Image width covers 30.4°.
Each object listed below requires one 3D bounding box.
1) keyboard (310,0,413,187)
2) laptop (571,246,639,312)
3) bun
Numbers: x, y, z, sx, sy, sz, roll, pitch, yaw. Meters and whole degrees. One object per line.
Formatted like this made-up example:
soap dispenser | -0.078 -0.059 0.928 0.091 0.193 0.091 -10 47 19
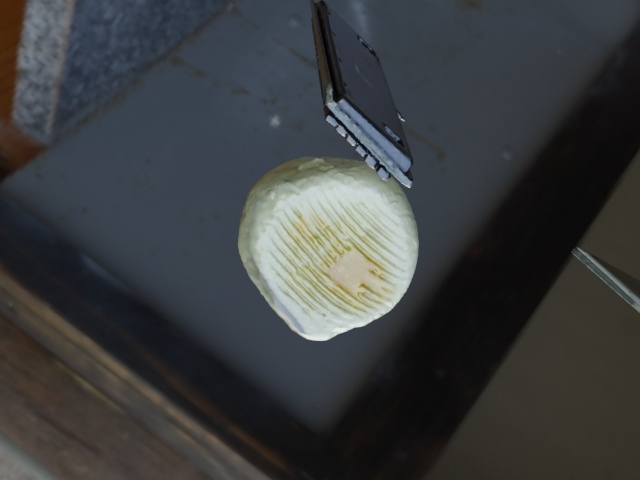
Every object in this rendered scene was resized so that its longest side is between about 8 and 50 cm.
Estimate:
keyboard | 0.026 -0.113 0.854 0.025 0.093 0.230 -40 -158 16
laptop | 0.435 0.095 1.466 0.269 0.188 0.015 23 110 -47
bun | 0.000 0.000 1.506 0.244 0.243 0.153 -56 -160 5
